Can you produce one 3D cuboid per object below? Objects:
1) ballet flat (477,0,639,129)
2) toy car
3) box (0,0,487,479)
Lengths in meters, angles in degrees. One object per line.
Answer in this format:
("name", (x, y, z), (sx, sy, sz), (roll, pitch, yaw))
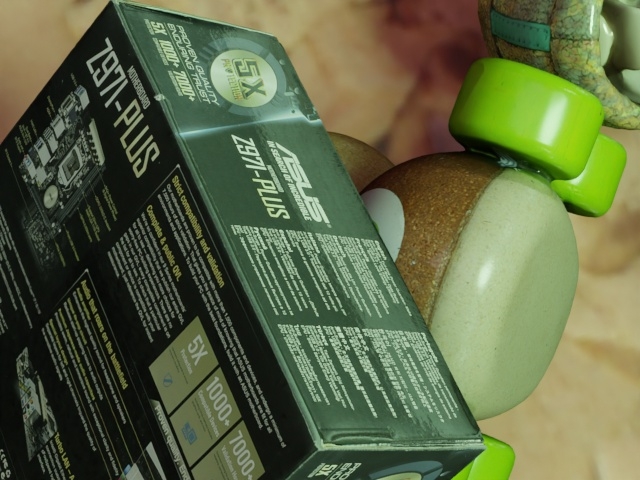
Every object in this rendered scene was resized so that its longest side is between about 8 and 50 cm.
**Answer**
("ballet flat", (0.238, -0.112, 0.643), (0.349, 0.123, 0.123), (-12, 74, -5))
("toy car", (0.000, 0.000, 0.632), (0.188, 0.149, 0.155), (20, 86, 19))
("box", (-0.050, 0.035, 0.557), (0.147, 0.078, 0.180), (-47, 55, 31))
